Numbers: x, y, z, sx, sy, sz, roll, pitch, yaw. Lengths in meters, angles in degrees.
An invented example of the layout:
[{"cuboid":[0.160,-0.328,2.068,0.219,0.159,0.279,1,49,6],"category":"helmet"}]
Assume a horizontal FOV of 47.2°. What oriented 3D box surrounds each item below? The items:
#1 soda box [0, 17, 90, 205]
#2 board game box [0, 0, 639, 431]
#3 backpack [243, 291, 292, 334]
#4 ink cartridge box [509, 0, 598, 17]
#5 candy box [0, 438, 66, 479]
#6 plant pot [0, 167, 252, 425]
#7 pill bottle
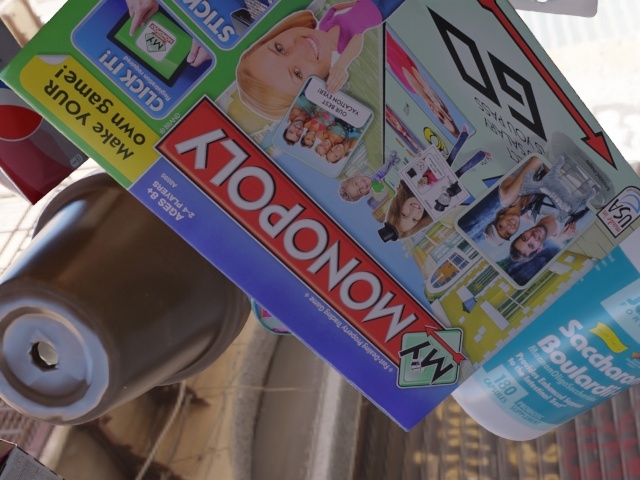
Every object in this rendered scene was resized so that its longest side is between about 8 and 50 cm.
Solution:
[{"cuboid":[-0.316,-0.157,0.647,0.083,0.092,0.263,-47,-43,-21],"category":"soda box"},{"cuboid":[0.022,-0.056,0.415,0.317,0.213,0.046,43,-173,-22],"category":"board game box"},{"cuboid":[0.000,0.000,0.686,0.144,0.166,0.188,54,144,44],"category":"backpack"},{"cuboid":[0.217,-0.313,0.672,0.067,0.115,0.198,-53,-32,-36],"category":"ink cartridge box"},{"cuboid":[-0.432,0.309,0.958,0.233,0.159,0.071,84,-156,-57],"category":"candy box"},{"cuboid":[-0.226,0.067,0.757,0.229,0.263,0.263,-53,-46,-67],"category":"plant pot"},{"cuboid":[0.219,0.038,0.567,0.146,0.264,0.146,29,-143,-25],"category":"pill bottle"}]
